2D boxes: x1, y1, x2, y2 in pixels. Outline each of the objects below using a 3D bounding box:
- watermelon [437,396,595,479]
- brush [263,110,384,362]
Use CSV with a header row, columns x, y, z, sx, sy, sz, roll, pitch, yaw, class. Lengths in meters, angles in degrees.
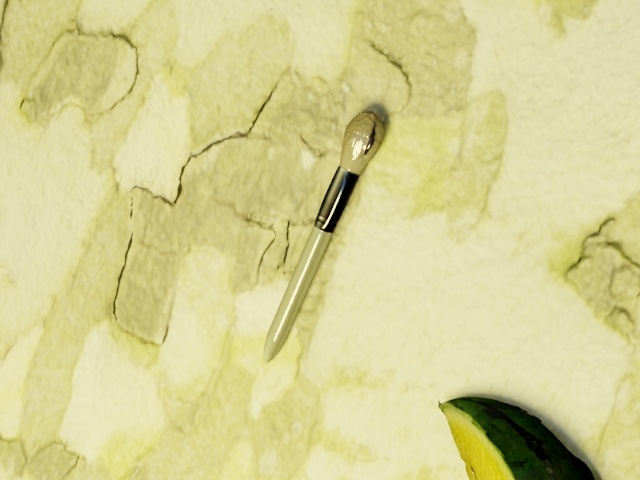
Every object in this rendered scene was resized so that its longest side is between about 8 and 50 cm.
x,y,z,sx,sy,sz,roll,pitch,yaw,class
0.214,0.286,1.980,0.129,0.123,0.301,-30,79,40,watermelon
0.000,0.000,2.075,0.042,0.039,0.299,26,101,16,brush
